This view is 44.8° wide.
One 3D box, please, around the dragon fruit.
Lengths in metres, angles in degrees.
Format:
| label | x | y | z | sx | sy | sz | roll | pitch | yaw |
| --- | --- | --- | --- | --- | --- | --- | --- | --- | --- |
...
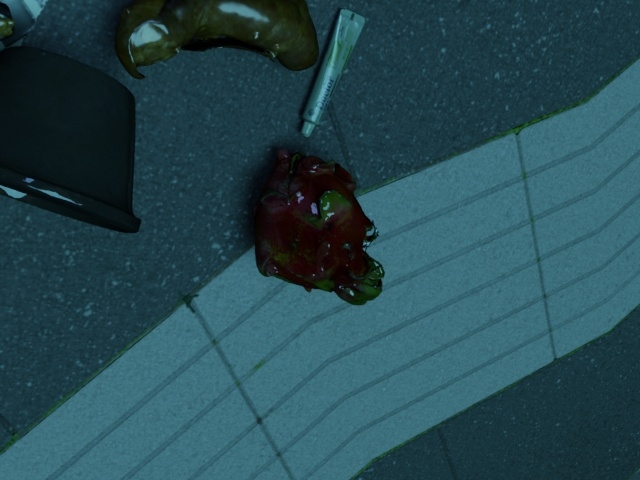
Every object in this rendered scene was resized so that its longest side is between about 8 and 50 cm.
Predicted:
| label | x | y | z | sx | sy | sz | roll | pitch | yaw |
| --- | --- | --- | --- | --- | --- | --- | --- | --- | --- |
| dragon fruit | 0.010 | -0.018 | 1.214 | 0.269 | 0.198 | 0.200 | 23 | 77 | -40 |

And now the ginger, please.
| label | x | y | z | sx | sy | sz | roll | pitch | yaw |
| --- | --- | --- | --- | --- | --- | --- | --- | --- | --- |
| ginger | -0.122 | -0.283 | 1.014 | 0.309 | 0.107 | 0.133 | -11 | 107 | -31 |

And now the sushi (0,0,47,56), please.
| label | x | y | z | sx | sy | sz | roll | pitch | yaw |
| --- | --- | --- | --- | --- | --- | --- | --- | --- | --- |
| sushi | -0.434 | -0.311 | 0.837 | 0.290 | 0.050 | 0.264 | 29 | 99 | -39 |

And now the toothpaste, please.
| label | x | y | z | sx | sy | sz | roll | pitch | yaw |
| --- | --- | --- | --- | --- | --- | --- | --- | --- | --- |
| toothpaste | 0.013 | -0.249 | 1.165 | 0.048 | 0.029 | 0.197 | 13 | 106 | -37 |

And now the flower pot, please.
| label | x | y | z | sx | sy | sz | roll | pitch | yaw |
| --- | --- | --- | --- | --- | --- | --- | --- | --- | --- |
| flower pot | -0.318 | -0.122 | 0.915 | 0.269 | 0.269 | 0.166 | 22 | 84 | -39 |
